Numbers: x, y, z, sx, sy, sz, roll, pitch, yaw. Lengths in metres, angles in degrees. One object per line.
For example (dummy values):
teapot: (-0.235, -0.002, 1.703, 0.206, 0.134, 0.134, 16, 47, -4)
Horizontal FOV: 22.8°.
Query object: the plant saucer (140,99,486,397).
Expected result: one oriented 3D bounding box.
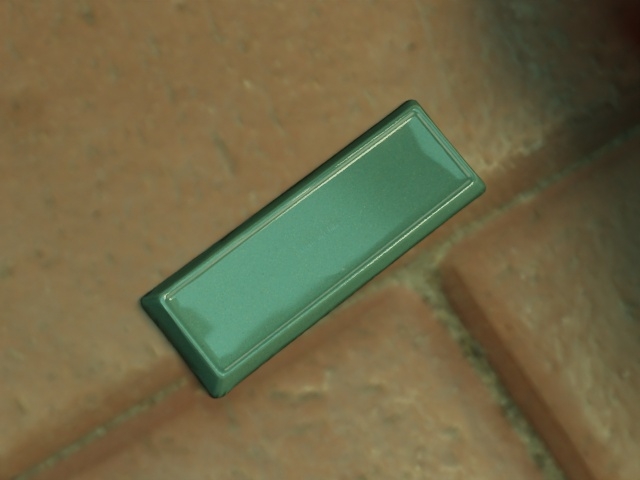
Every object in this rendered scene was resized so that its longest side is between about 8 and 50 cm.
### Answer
plant saucer: (0.000, 0.000, 0.842, 0.192, 0.018, 0.067, -37, 85, -17)
